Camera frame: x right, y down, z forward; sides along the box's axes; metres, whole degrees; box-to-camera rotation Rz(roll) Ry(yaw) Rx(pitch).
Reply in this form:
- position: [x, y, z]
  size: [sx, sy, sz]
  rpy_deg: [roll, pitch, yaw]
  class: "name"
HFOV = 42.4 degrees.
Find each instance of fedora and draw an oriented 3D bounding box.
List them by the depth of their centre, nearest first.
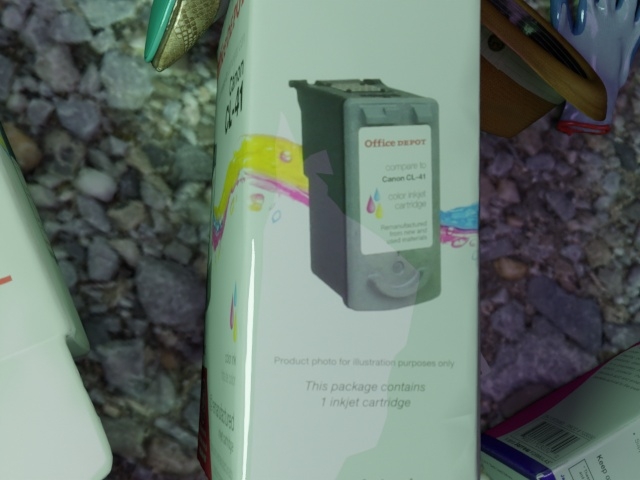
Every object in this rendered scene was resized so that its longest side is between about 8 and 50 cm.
- position: [0.118, -0.137, 0.600]
  size: [0.194, 0.194, 0.079]
  rpy_deg: [35, 118, -12]
  class: "fedora"

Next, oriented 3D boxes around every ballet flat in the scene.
- position: [-0.073, -0.215, 0.579]
  size: [0.067, 0.073, 0.206]
  rpy_deg: [11, 91, -28]
  class: "ballet flat"

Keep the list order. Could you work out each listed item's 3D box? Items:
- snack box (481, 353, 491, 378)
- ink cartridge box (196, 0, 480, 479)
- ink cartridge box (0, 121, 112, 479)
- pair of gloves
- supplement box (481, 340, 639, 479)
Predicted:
- position: [0.043, 0.122, 0.631]
  size: [0.178, 0.022, 0.064]
  rpy_deg: [-32, 97, -12]
  class: "snack box"
- position: [0.000, 0.000, 0.505]
  size: [0.131, 0.226, 0.306]
  rpy_deg: [2, 84, -12]
  class: "ink cartridge box"
- position: [-0.268, 0.006, 0.466]
  size: [0.207, 0.119, 0.354]
  rpy_deg: [-22, 83, -15]
  class: "ink cartridge box"
- position: [0.279, -0.156, 0.689]
  size: [0.198, 0.023, 0.159]
  rpy_deg: [7, 91, -13]
  class: "pair of gloves"
- position: [0.251, 0.159, 0.638]
  size: [0.220, 0.111, 0.114]
  rpy_deg: [-28, 97, -12]
  class: "supplement box"
